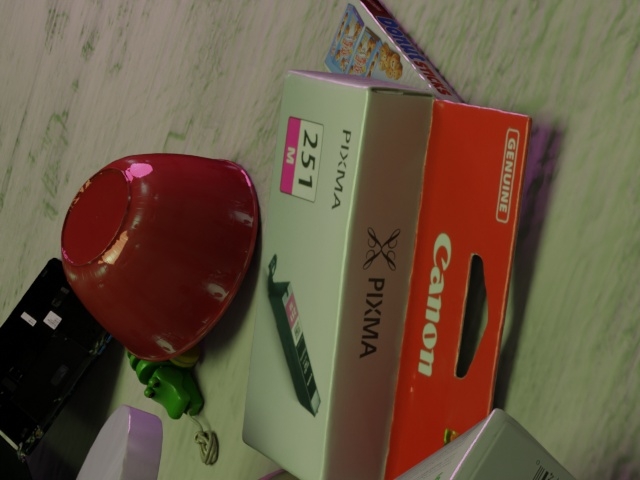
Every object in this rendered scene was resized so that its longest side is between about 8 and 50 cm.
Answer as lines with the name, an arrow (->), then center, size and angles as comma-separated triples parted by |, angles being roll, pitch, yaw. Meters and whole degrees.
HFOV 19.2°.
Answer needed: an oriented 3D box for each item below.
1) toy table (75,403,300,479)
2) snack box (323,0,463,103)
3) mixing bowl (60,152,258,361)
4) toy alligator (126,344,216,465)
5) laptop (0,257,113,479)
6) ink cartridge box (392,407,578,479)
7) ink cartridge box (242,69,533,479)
toy table -> -0.113, 0.270, 1.335 | 0.252, 0.161, 0.274 | -144, 74, -74
snack box -> 0.049, -0.111, 1.341 | 0.064, 0.022, 0.178 | -69, 30, 25
mixing bowl -> -0.147, -0.001, 1.544 | 0.181, 0.098, 0.181 | -27, 50, 37
toy alligator -> -0.132, 0.112, 1.581 | 0.056, 0.051, 0.189 | -62, 33, 32
laptop -> -0.253, 0.177, 1.836 | 0.264, 0.136, 0.234 | -55, 28, -7
ink cartridge box -> 0.006, 0.275, 1.041 | 0.272, 0.130, 0.309 | -52, 7, -39
ink cartridge box -> 0.035, 0.034, 1.254 | 0.239, 0.060, 0.275 | 21, 106, 62
